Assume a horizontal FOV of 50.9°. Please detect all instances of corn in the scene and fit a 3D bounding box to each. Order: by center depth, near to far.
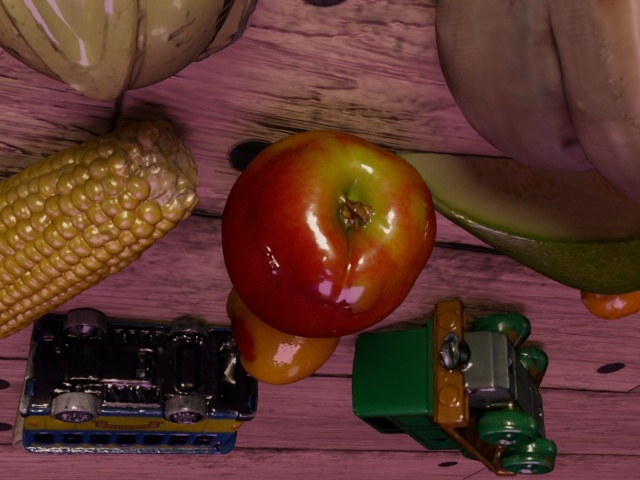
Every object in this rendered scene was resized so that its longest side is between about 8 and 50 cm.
[{"bbox_3d":[-0.260,0.005,0.611,0.347,0.130,0.130,-24,143,19],"label":"corn"}]

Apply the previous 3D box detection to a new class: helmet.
[{"bbox_3d":[-0.127,-0.151,0.384,0.204,0.137,0.257,-6,147,0],"label":"helmet"}]

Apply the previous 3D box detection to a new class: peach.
[{"bbox_3d":[0.000,0.000,0.601,0.197,0.197,0.197,-4,147,-3],"label":"peach"},{"bbox_3d":[-0.039,0.092,0.769,0.138,0.138,0.138,-4,147,-3],"label":"peach"}]

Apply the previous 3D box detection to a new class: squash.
[{"bbox_3d":[0.240,-0.032,0.652,0.203,0.111,0.289,-32,137,32],"label":"squash"}]

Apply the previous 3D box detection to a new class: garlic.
[{"bbox_3d":[0.244,-0.142,0.461,0.340,0.231,0.246,-10,105,-22],"label":"garlic"}]

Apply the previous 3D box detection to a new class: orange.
[{"bbox_3d":[0.373,0.064,0.850,0.083,0.070,0.083,-5,151,-3],"label":"orange"}]

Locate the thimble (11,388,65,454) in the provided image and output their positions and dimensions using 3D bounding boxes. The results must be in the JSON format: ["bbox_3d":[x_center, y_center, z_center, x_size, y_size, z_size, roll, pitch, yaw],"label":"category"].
[{"bbox_3d":[-0.414,0.275,1.038,0.102,0.090,0.115,1,148,-5],"label":"thimble"}]

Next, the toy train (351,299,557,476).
[{"bbox_3d":[0.205,0.236,1.003,0.249,0.178,0.429,-10,147,24],"label":"toy train"}]

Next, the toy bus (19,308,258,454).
[{"bbox_3d":[-0.239,0.196,0.897,0.288,0.138,0.175,6,144,-18],"label":"toy bus"}]
